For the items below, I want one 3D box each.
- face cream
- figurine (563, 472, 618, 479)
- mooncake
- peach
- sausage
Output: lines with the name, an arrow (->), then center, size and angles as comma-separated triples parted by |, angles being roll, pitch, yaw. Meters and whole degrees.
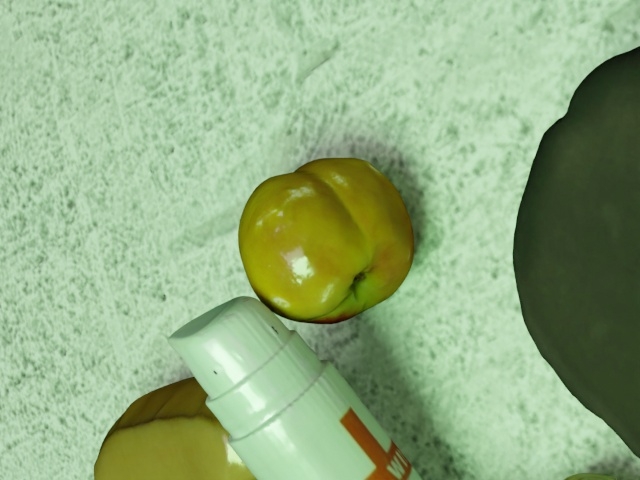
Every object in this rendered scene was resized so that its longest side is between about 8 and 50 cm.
face cream -> 0.021, 0.188, 1.008 | 0.102, 0.102, 0.345 | -32, 99, 37
figurine -> 0.146, 0.236, 0.944 | 0.196, 0.108, 0.114 | -15, 81, 4
mooncake -> 0.259, 0.006, 0.814 | 0.283, 0.141, 0.283 | 21, 122, 38
peach -> 0.000, 0.000, 1.036 | 0.138, 0.138, 0.138 | 8, 103, 37
sausage -> -0.098, 0.177, 1.144 | 0.241, 0.136, 0.120 | -19, 88, 38
